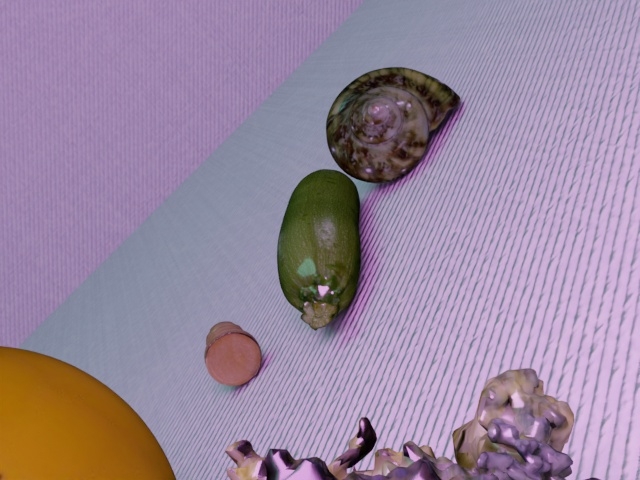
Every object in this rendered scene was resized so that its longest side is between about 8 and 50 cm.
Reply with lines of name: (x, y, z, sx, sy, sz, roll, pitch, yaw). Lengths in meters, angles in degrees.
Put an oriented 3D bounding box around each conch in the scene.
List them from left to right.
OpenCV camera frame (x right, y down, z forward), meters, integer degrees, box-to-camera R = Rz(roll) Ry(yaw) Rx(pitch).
conch: (0.093, -0.163, 1.332, 0.187, 0.124, 0.181, -33, 22, 4)

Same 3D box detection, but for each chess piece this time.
chess piece: (-0.107, 0.129, 1.211, 0.066, 0.066, 0.122, -45, 10, -2)

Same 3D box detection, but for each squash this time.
squash: (0.000, 0.000, 1.197, 0.101, 0.101, 0.379, -39, 18, 18)

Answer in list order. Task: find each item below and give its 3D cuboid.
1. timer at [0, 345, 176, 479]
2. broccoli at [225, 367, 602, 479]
timer: (-0.287, 0.281, 0.767, 0.376, 0.376, 0.387, -27, 24, 48)
broccoli: (0.010, 0.169, 0.486, 0.243, 0.247, 0.263, 174, 117, -74)
